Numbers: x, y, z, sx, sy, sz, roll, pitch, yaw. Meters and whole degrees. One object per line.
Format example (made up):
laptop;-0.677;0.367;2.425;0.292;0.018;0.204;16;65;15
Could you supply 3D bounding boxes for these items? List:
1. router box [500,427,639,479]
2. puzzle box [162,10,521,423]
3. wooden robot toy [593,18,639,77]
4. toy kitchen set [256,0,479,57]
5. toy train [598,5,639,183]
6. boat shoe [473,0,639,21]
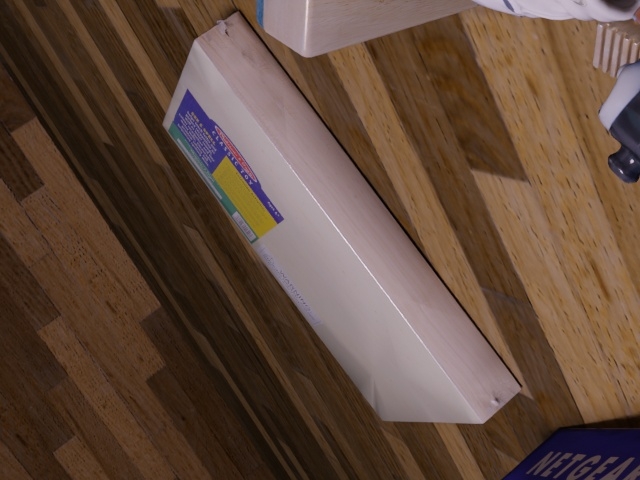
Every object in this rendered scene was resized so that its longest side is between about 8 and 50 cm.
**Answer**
router box;0.277;0.267;0.670;0.301;0.082;0.335;51;170;6
puzzle box;0.000;0.000;0.970;0.409;0.052;0.272;53;163;-2
wooden robot toy;0.174;-0.033;0.418;0.173;0.079;0.076;47;162;15
toy kitchen set;-0.003;-0.227;0.492;0.166;0.122;0.207;39;138;37
toy train;0.179;-0.025;0.352;0.184;0.105;0.080;47;-155;16
boat shoe;0.073;-0.192;0.370;0.084;0.095;0.258;28;161;45
